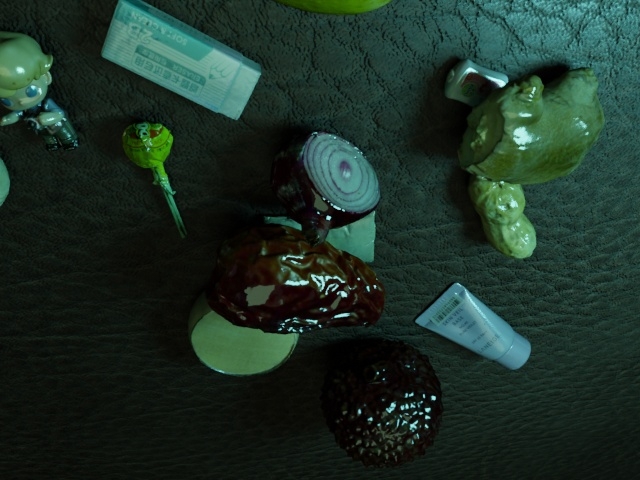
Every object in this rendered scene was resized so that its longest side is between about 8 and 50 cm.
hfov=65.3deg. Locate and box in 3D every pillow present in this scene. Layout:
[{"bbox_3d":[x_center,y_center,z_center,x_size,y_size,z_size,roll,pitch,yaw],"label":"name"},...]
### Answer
[{"bbox_3d":[0.000,0.000,1.030,0.230,0.050,0.148,-5,122,1],"label":"pillow"}]

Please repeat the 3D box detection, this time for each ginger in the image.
[{"bbox_3d":[0.359,-0.197,0.843,0.276,0.130,0.221,-37,135,-1],"label":"ginger"}]

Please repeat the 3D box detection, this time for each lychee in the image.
[{"bbox_3d":[0.145,0.386,1.192,0.306,0.306,0.330,-9,131,0],"label":"lychee"}]

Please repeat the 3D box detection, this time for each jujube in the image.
[{"bbox_3d":[-0.038,0.083,0.952,0.342,0.216,0.216,16,124,-22],"label":"jujube"}]

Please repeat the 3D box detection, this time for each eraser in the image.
[{"bbox_3d":[-0.214,-0.283,0.781,0.225,0.052,0.095,22,120,-22],"label":"eraser"}]

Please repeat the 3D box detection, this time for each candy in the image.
[{"bbox_3d":[-0.287,-0.102,0.915,0.077,0.073,0.262,5,137,12],"label":"candy"}]

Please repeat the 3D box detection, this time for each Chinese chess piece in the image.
[{"bbox_3d":[-0.171,0.196,1.127,0.250,0.103,0.249,-3,127,-4],"label":"Chinese chess piece"}]

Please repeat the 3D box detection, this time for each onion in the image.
[{"bbox_3d":[-0.005,-0.074,0.870,0.140,0.218,0.195,-17,140,41],"label":"onion"}]

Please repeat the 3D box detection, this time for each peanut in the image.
[{"bbox_3d":[0.363,-0.055,0.997,0.098,0.103,0.229,-19,126,24],"label":"peanut"}]

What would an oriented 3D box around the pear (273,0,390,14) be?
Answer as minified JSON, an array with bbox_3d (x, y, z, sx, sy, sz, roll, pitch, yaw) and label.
[{"bbox_3d":[-0.024,-0.440,0.500,0.418,0.362,0.362,44,115,-2],"label":"pear"}]

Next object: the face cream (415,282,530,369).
[{"bbox_3d":[0.386,0.217,1.231,0.274,0.096,0.154,31,122,-12],"label":"face cream"}]

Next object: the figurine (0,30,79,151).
[{"bbox_3d":[-0.457,-0.220,0.772,0.114,0.108,0.196,6,137,17],"label":"figurine"}]

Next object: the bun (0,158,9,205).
[{"bbox_3d":[-0.634,-0.097,0.842,0.183,0.102,0.183,-2,125,-4],"label":"bun"}]

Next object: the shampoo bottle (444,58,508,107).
[{"bbox_3d":[0.261,-0.267,0.857,0.099,0.043,0.072,16,126,-18],"label":"shampoo bottle"}]
